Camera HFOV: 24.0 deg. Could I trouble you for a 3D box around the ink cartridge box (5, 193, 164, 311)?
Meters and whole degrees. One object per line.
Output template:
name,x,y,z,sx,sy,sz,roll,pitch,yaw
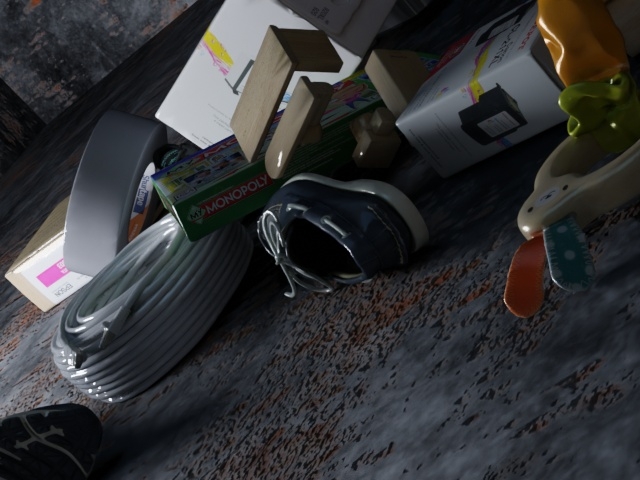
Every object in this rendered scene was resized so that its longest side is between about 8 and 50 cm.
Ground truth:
ink cartridge box,-0.330,-0.023,2.208,0.235,0.088,0.193,-31,21,36

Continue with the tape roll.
tape roll,-0.264,-0.057,1.952,0.219,0.072,0.219,15,-90,-86

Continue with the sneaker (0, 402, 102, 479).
sneaker,-0.315,0.221,1.494,0.283,0.110,0.122,-34,15,30

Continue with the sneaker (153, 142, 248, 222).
sneaker,-0.157,-0.054,1.830,0.101,0.106,0.267,-42,17,-2

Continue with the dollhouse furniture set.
dollhouse furniture set,0.022,-0.108,1.428,0.144,0.151,0.123,62,140,37

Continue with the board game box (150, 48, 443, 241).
board game box,-0.016,-0.105,1.558,0.317,0.046,0.213,-28,15,-7

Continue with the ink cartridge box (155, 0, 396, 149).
ink cartridge box,-0.051,-0.219,1.777,0.232,0.168,0.171,-52,7,36

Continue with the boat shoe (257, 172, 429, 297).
boat shoe,0.000,0.000,1.325,0.079,0.095,0.254,-38,21,-22

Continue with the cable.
cable,-0.178,0.059,1.615,0.257,0.089,0.257,-47,16,-15

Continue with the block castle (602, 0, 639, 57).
block castle,0.287,-0.402,1.277,0.213,0.303,0.453,-38,15,43

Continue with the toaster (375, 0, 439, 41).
toaster,0.102,-0.346,1.941,0.185,0.110,0.168,-50,16,-22

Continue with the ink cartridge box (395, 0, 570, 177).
ink cartridge box,0.168,-0.144,1.312,0.175,0.072,0.127,-26,22,48

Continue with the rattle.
rattle,0.161,-0.067,1.019,0.200,0.142,0.130,-43,33,-22
